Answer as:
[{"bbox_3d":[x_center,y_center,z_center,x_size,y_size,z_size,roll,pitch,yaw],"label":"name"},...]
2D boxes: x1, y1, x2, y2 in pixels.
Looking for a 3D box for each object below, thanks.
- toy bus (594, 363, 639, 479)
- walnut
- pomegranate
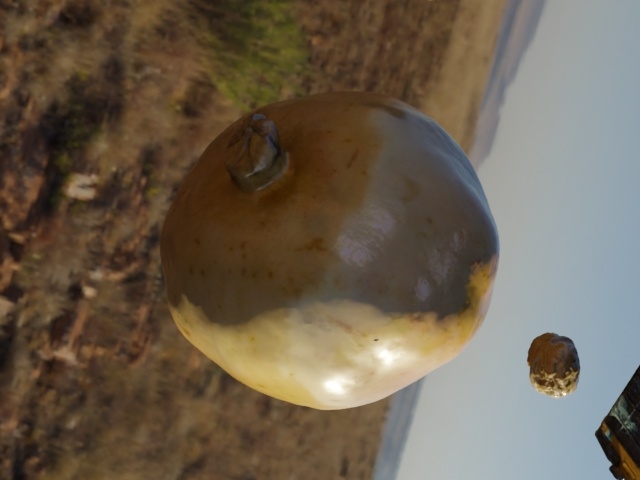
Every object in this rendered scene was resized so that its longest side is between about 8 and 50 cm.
[{"bbox_3d":[0.501,0.235,1.463,0.194,0.162,0.323,58,-21,28],"label":"toy bus"},{"bbox_3d":[0.333,0.178,1.590,0.079,0.083,0.096,40,-32,54],"label":"walnut"},{"bbox_3d":[0.000,0.000,1.323,0.411,0.412,0.411,16,90,-83],"label":"pomegranate"}]
